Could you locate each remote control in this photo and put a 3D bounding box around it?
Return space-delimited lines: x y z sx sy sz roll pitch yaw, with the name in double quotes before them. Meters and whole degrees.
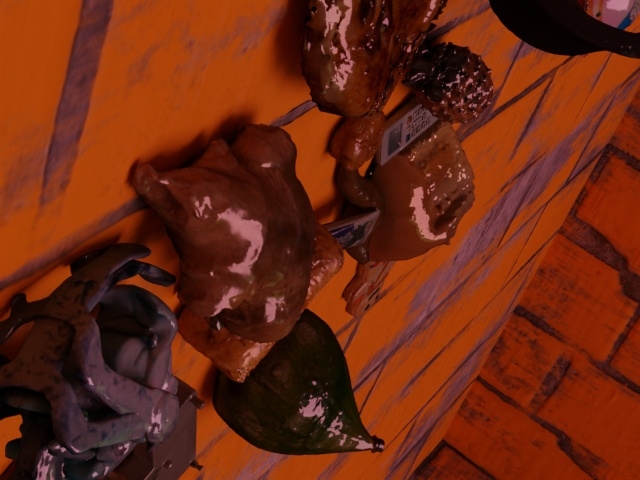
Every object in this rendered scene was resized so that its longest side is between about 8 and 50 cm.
"remote control" 0.123 -0.167 1.714 0.162 0.029 0.061 -40 145 -35

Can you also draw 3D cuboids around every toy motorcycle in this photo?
"toy motorcycle" -0.201 0.117 1.142 0.260 0.154 0.206 -42 137 -61

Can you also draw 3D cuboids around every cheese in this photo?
"cheese" 0.431 -0.442 1.905 0.217 0.129 0.329 -40 140 -60

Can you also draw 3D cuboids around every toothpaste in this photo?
"toothpaste" 0.000 0.000 1.613 0.233 0.038 0.060 -17 146 -50

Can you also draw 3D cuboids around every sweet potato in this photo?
"sweet potato" 0.054 -0.052 1.701 0.069 0.059 0.249 -40 155 -18

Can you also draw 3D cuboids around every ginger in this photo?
"ginger" -0.084 -0.023 1.221 0.270 0.123 0.218 57 45 -64

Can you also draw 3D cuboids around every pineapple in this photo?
"pineapple" 0.156 -0.210 1.604 0.108 0.108 0.198 -58 159 6

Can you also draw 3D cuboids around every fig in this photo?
"fig" -0.017 0.216 1.700 0.203 0.235 0.203 -50 168 -15

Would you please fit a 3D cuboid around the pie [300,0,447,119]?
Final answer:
"pie" 0.072 -0.253 1.284 0.308 0.085 0.308 -49 162 -22

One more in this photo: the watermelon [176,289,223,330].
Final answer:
"watermelon" -0.104 0.012 1.380 0.155 0.080 0.101 -39 122 -41

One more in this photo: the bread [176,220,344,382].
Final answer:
"bread" -0.068 0.059 1.460 0.211 0.114 0.083 -51 180 -20

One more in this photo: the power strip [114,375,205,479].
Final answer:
"power strip" -0.207 0.276 1.569 0.145 0.061 0.215 -48 162 -28

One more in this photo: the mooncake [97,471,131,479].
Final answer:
"mooncake" -0.284 0.385 1.328 0.250 0.136 0.254 -57 177 25

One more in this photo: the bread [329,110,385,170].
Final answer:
"bread" 0.045 -0.125 1.540 0.083 0.046 0.081 -30 148 -55

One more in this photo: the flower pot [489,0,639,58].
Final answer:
"flower pot" 0.321 -0.363 1.468 0.379 0.379 0.251 -52 -175 -14

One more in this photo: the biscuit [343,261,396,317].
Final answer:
"biscuit" 0.091 0.045 2.055 0.153 0.030 0.234 -41 158 -38

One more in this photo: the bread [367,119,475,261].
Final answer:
"bread" 0.146 -0.050 1.828 0.174 0.133 0.251 -46 161 -39

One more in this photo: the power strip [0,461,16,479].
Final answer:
"power strip" -0.334 0.294 1.250 0.178 0.049 0.028 -51 160 -16
